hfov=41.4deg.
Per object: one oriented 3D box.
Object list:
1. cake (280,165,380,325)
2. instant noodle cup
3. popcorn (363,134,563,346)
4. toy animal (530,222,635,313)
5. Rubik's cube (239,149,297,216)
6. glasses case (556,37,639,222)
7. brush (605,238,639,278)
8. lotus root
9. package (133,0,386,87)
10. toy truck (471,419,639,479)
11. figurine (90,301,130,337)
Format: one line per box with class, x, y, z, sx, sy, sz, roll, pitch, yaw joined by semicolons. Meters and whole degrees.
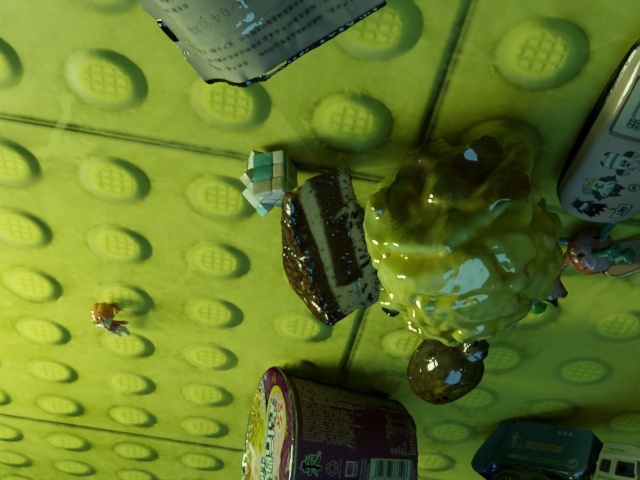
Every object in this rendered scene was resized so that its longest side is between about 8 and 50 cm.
cake;-0.005;-0.010;1.209;0.112;0.135;0.246;-31;127;-14
instant noodle cup;0.017;0.416;1.617;0.266;0.340;0.340;8;144;-19
popcorn;0.176;-0.012;1.064;0.293;0.293;0.237;-16;134;27
toy animal;0.357;0.028;1.225;0.103;0.100;0.208;41;145;-6
Rubik's cube;-0.072;-0.077;1.159;0.073;0.075;0.084;-8;141;14
glasses case;0.384;-0.129;1.020;0.122;0.075;0.314;7;142;-5
brush;0.543;0.001;1.176;0.313;0.072;0.067;-21;148;32
lotus root;0.217;0.214;1.453;0.120;0.120;0.209;20;143;-16
package;-0.082;-0.273;0.923;0.251;0.062;0.204;-20;137;25
toy truck;0.473;0.459;1.625;0.367;0.175;0.146;0;148;42
figurine;-0.377;0.145;1.519;0.064;0.047;0.109;-10;149;10
